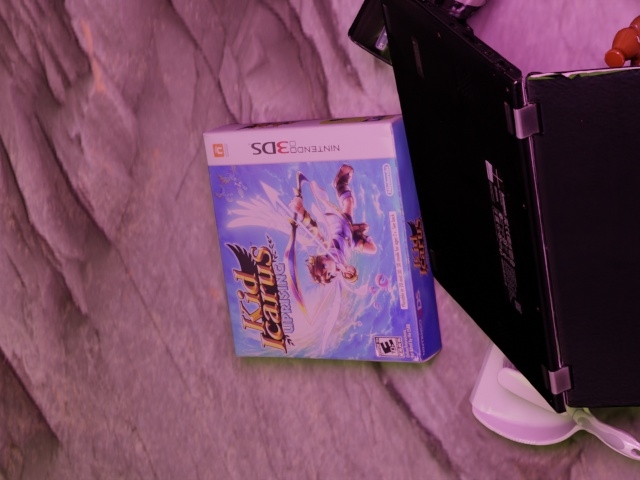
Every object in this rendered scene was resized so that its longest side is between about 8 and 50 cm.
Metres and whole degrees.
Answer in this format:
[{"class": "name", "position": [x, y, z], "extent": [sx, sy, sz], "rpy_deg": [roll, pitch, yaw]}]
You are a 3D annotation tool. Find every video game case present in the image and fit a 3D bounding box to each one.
[{"class": "video game case", "position": [0.000, 0.000, 1.626], "extent": [0.244, 0.061, 0.270], "rpy_deg": [-1, 103, 31]}]

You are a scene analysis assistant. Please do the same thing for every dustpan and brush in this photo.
[{"class": "dustpan and brush", "position": [0.255, 0.169, 1.524], "extent": [0.211, 0.060, 0.147], "rpy_deg": [26, 115, 22]}]

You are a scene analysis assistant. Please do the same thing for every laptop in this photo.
[{"class": "laptop", "position": [0.269, -0.051, 1.352], "extent": [0.408, 0.236, 0.382], "rpy_deg": [50, 159, 50]}]

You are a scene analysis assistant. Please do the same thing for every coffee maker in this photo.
[{"class": "coffee maker", "position": [0.105, -0.271, 1.471], "extent": [0.171, 0.120, 0.178], "rpy_deg": [48, 123, 38]}]

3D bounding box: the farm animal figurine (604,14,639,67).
[{"class": "farm animal figurine", "position": [0.436, -0.145, 1.269], "extent": [0.330, 0.172, 0.327], "rpy_deg": [-9, 118, 45]}]
